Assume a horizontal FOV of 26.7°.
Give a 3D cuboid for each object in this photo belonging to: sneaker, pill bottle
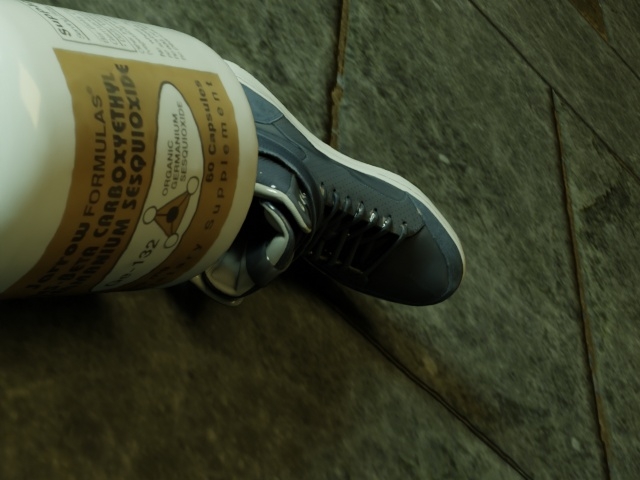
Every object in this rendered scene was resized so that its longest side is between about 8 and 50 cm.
[{"bbox_3d":[-0.002,0.001,0.790,0.226,0.086,0.163,34,22,-18],"label":"sneaker"},{"bbox_3d":[-0.140,-0.039,0.579,0.229,0.131,0.131,-2,60,-59],"label":"pill bottle"}]
